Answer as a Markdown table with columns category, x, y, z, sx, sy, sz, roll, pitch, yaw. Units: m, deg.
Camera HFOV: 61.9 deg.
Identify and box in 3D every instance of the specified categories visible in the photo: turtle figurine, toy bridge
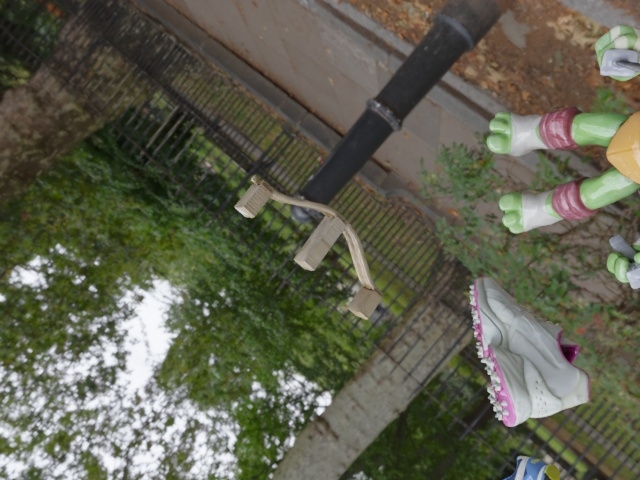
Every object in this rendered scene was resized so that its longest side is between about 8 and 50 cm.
| category | x | y | z | sx | sy | sz | roll | pitch | yaw |
| --- | --- | --- | --- | --- | --- | --- | --- | --- | --- |
| turtle figurine | 0.250 | -0.070 | 0.476 | 0.198 | 0.274 | 0.266 | 48 | 160 | -17 |
| toy bridge | 0.000 | 0.000 | 0.530 | 0.188 | 0.063 | 0.026 | 44 | 164 | -26 |

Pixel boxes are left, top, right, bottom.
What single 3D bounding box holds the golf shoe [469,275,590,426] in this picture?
| category | x | y | z | sx | sy | sz | roll | pitch | yaw |
| --- | --- | --- | --- | --- | --- | --- | --- | --- | --- |
| golf shoe | 0.316 | 0.158 | 0.841 | 0.306 | 0.140 | 0.115 | -84 | -19 | -58 |

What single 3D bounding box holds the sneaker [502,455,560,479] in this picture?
| category | x | y | z | sx | sy | sz | roll | pitch | yaw |
| --- | --- | --- | --- | --- | --- | --- | --- | --- | --- |
| sneaker | 0.275 | 0.366 | 0.736 | 0.053 | 0.144 | 0.059 | 36 | 169 | -35 |
